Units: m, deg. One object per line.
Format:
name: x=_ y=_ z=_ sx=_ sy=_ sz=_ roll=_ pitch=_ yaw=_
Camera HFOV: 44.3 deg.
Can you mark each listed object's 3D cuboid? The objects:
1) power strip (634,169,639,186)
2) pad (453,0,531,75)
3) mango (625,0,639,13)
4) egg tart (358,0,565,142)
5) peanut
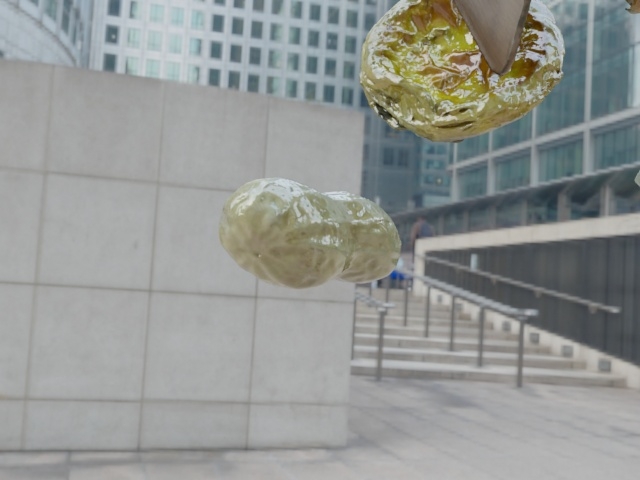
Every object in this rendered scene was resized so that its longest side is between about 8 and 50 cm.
power strip: x=0.545 y=-0.170 z=1.137 sx=0.062 sy=0.091 sz=0.385 roll=46 pitch=-14 yaw=21
pad: x=0.171 y=-0.333 z=0.734 sx=0.018 sy=0.284 sz=0.287 roll=4 pitch=37 yaw=-7
mango: x=0.264 y=-0.243 z=0.613 sx=0.077 sy=0.127 sz=0.063 roll=3 pitch=20 yaw=20
egg tart: x=0.161 y=-0.202 z=0.919 sx=0.241 sy=0.241 sz=0.106 roll=2 pitch=-29 yaw=15
peanut: x=0.000 y=0.000 z=0.890 sx=0.123 sy=0.124 sz=0.256 roll=-1 pitch=-8 yaw=45
